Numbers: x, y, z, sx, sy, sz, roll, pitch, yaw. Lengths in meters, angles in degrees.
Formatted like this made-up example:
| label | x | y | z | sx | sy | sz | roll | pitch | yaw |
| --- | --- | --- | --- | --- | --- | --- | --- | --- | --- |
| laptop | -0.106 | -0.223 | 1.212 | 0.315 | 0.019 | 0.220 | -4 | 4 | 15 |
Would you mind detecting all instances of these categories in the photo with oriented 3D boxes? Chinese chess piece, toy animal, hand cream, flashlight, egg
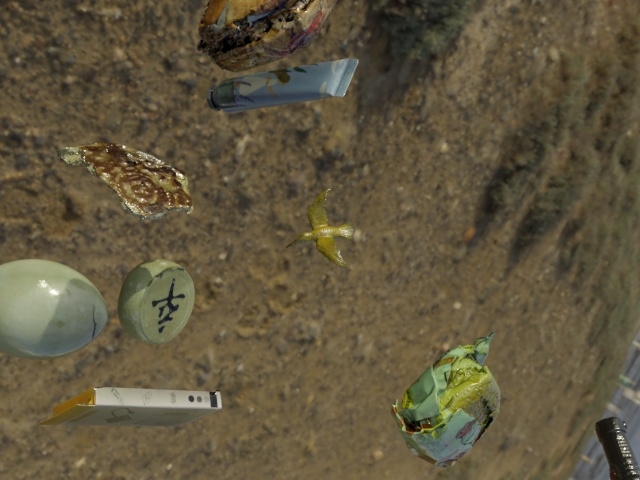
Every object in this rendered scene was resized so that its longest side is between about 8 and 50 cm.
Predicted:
| label | x | y | z | sx | sy | sz | roll | pitch | yaw |
| --- | --- | --- | --- | --- | --- | --- | --- | --- | --- |
| Chinese chess piece | -0.356 | 0.134 | 1.835 | 0.188 | 0.083 | 0.188 | -30 | 127 | -52 |
| toy animal | 0.000 | 0.000 | 2.023 | 0.155 | 0.219 | 0.095 | -28 | 149 | 16 |
| hand cream | -0.068 | -0.253 | 1.384 | 0.058 | 0.272 | 0.091 | 59 | 41 | -39 |
| flashlight | 0.669 | 0.500 | 1.852 | 0.093 | 0.093 | 0.231 | 90 | -7 | -45 |
| egg | -0.523 | 0.128 | 1.557 | 0.186 | 0.253 | 0.186 | -172 | -90 | -77 |

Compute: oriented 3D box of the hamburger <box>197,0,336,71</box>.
| label | x | y | z | sx | sy | sz | roll | pitch | yaw |
| --- | --- | --- | --- | --- | --- | --- | --- | --- | --- |
| hamburger | -0.064 | -0.321 | 1.139 | 0.231 | 0.231 | 0.106 | -49 | 127 | -22 |

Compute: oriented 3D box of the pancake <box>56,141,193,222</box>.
| label | x | y | z | sx | sy | sz | roll | pitch | yaw |
| --- | --- | --- | --- | --- | --- | --- | --- | --- | --- |
| pancake | -0.362 | -0.123 | 1.664 | 0.212 | 0.257 | 0.056 | -28 | 156 | -56 |

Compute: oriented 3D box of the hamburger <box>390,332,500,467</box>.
| label | x | y | z | sx | sy | sz | roll | pitch | yaw |
| --- | --- | --- | --- | --- | --- | --- | --- | --- | --- |
| hamburger | 0.225 | 0.256 | 1.380 | 0.235 | 0.125 | 0.214 | -39 | 153 | -15 |

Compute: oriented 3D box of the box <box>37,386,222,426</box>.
| label | x | y | z | sx | sy | sz | roll | pitch | yaw |
| --- | --- | --- | --- | --- | --- | --- | --- | --- | --- |
| box | -0.284 | 0.253 | 1.273 | 0.247 | 0.033 | 0.129 | 13 | 150 | -42 |
